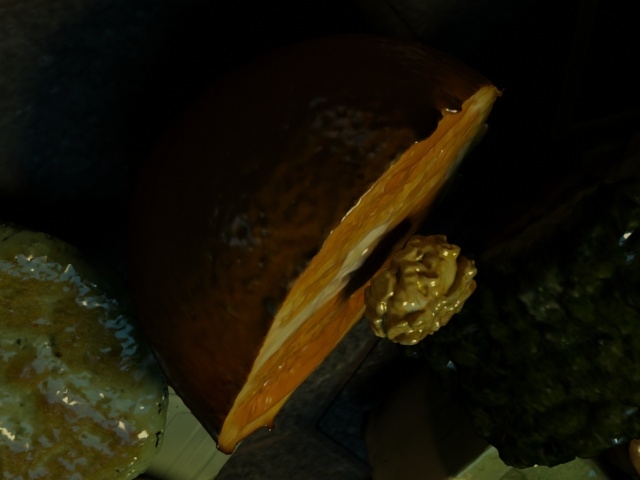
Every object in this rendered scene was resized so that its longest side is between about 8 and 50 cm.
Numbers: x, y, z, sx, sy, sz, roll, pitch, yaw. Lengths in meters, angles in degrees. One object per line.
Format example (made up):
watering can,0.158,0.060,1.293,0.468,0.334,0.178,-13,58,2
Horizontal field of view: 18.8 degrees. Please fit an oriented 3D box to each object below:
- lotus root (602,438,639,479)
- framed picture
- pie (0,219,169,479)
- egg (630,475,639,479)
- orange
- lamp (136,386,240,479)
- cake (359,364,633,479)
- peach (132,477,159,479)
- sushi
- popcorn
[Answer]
lotus root,0.314,0.166,1.584,0.193,0.193,0.291,-35,173,12
framed picture,0.279,-0.191,1.406,0.216,0.016,0.273,-13,142,-17
pie,-0.254,0.104,1.347,0.323,0.070,0.323,-7,128,-9
egg,0.324,0.318,1.831,0.278,0.278,0.336,7,131,-37
orange,-0.004,0.002,1.274,0.274,0.274,0.310,-23,131,-5
lamp,-0.200,0.173,1.531,0.269,0.047,0.266,10,129,-38
cake,0.175,0.232,1.605,0.158,0.172,0.283,-37,99,14
peach,-0.162,0.295,1.538,0.251,0.153,0.251,-12,144,-9
sushi,0.242,0.008,1.375,0.294,0.178,0.352,-39,-174,-40
popcorn,0.064,0.035,1.285,0.082,0.057,0.083,-37,165,-52
